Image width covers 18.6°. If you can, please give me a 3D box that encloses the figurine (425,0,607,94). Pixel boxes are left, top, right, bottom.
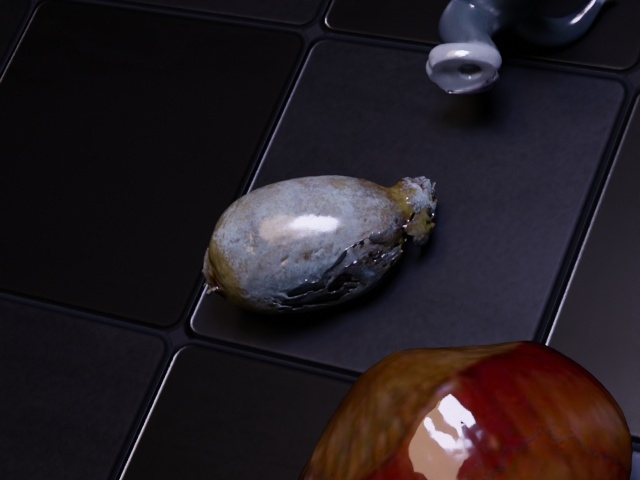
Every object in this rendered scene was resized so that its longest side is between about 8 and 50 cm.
[{"bbox_3d":[0.150,-0.223,1.309,0.193,0.140,0.265,-11,68,45],"label":"figurine"}]

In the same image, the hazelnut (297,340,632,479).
[{"bbox_3d":[0.073,0.147,1.125,0.201,0.161,0.170,-49,29,39],"label":"hazelnut"}]

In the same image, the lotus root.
[{"bbox_3d":[0.000,0.000,1.277,0.165,0.088,0.088,-15,56,3],"label":"lotus root"}]
